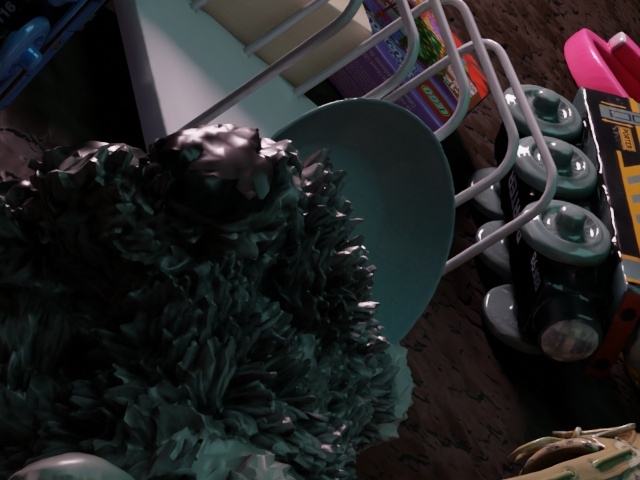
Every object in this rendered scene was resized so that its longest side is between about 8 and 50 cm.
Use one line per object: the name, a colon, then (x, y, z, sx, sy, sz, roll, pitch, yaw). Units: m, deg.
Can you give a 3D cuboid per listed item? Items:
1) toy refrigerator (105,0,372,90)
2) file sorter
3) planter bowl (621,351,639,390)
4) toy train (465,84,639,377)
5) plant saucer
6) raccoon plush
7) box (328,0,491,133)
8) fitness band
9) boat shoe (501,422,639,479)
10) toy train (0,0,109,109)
toy refrigerator: (-0.093, -0.209, 1.182, 0.269, 0.102, 0.094, 27, 34, -41)
file sorter: (0.017, -0.107, 1.112, 0.278, 0.173, 0.193, 37, 28, -46)
planter bowl: (0.327, 0.083, 1.476, 0.217, 0.090, 0.217, 169, -90, -87)
toy train: (0.237, -0.014, 1.378, 0.190, 0.142, 0.334, 11, 37, -9)
plant saucer: (0.000, 0.000, 1.009, 0.195, 0.195, 0.037, 27, 1, -42)
raccoon plush: (-0.013, 0.136, 0.763, 0.446, 0.216, 0.299, 18, 49, -51)
box: (0.029, -0.216, 1.450, 0.293, 0.057, 0.201, 51, 26, -2)
fitness band: (0.422, -0.159, 2.050, 0.291, 0.054, 0.209, 41, 27, -19)
boat shoe: (0.168, 0.173, 1.114, 0.089, 0.104, 0.285, 58, 26, 6)
toy train: (-0.171, -0.118, 0.849, 0.080, 0.184, 0.105, 43, 6, 1)
